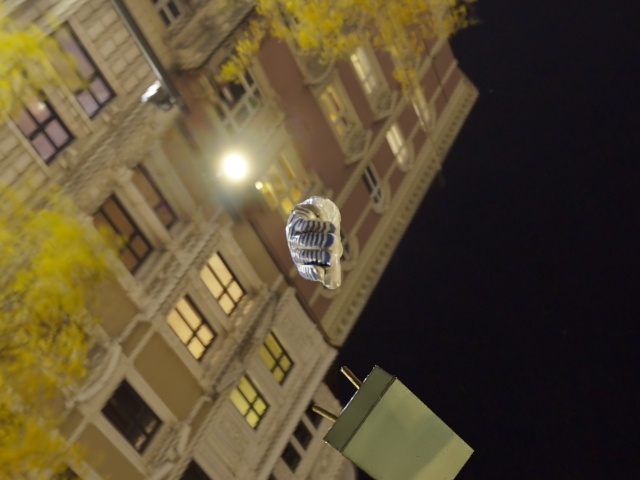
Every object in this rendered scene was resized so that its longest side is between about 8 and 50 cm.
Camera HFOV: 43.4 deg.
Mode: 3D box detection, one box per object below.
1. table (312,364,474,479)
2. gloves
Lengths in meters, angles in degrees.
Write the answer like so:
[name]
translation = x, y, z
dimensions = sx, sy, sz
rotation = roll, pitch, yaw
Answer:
[table]
translation = 0.093, 0.270, 1.128
dimensions = 0.121, 0.240, 0.111
rotation = -52, -140, -10
[gloves]
translation = -0.004, 0.002, 1.314
dimensions = 0.097, 0.119, 0.229
rotation = -36, -160, 11
